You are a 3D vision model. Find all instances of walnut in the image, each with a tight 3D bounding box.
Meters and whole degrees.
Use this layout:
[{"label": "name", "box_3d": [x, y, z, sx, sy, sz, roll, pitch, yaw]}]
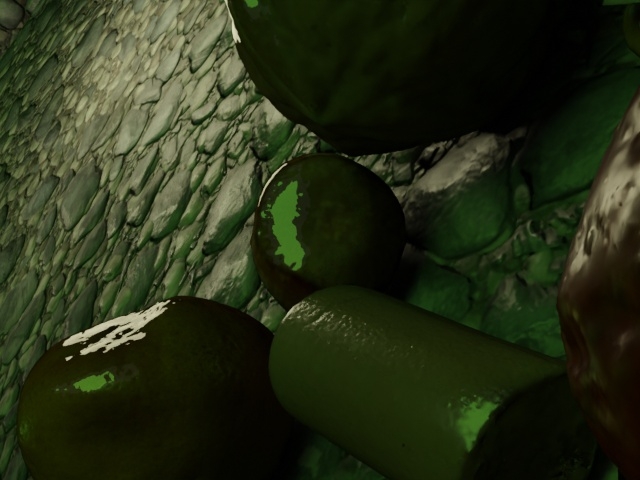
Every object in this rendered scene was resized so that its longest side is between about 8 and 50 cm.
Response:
[{"label": "walnut", "box_3d": [0.063, -0.230, 0.824, 0.306, 0.306, 0.343, -8, 48, 52]}]

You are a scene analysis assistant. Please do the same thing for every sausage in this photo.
[{"label": "sausage", "box_3d": [0.073, 0.111, 0.676, 0.253, 0.123, 0.123, 17, 79, 59]}]

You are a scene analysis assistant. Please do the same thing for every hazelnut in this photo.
[{"label": "hazelnut", "box_3d": [0.000, 0.000, 0.866, 0.150, 0.150, 0.150, -35, 39, 35]}]

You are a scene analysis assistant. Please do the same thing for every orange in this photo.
[{"label": "orange", "box_3d": [-0.146, 0.163, 0.858, 0.249, 0.249, 0.183, -38, 53, 31]}]

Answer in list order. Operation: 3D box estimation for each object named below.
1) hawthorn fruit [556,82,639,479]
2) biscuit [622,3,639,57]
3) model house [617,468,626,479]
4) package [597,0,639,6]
[{"label": "hawthorn fruit", "box_3d": [0.207, 0.008, 0.312, 0.262, 0.258, 0.258, -34, 39, 22]}, {"label": "biscuit", "box_3d": [0.347, -0.285, 0.692, 0.340, 0.047, 0.216, -35, 40, 35]}, {"label": "model house", "box_3d": [0.225, 0.103, 0.482, 0.152, 0.106, 0.165, -59, 27, -2]}, {"label": "package", "box_3d": [0.301, -0.280, 0.653, 0.204, 0.062, 0.250, 11, 75, 58]}]
